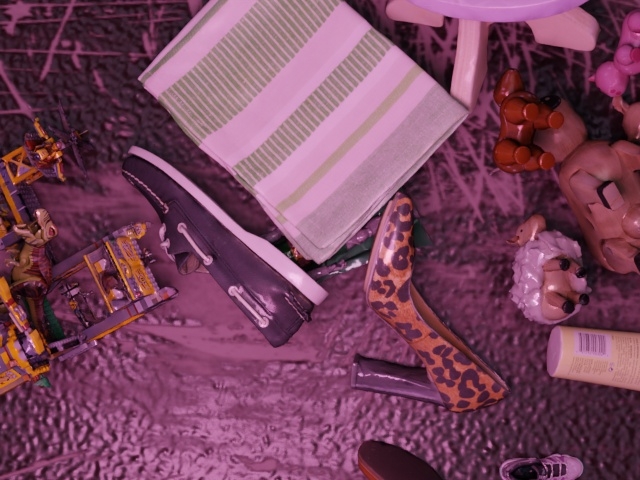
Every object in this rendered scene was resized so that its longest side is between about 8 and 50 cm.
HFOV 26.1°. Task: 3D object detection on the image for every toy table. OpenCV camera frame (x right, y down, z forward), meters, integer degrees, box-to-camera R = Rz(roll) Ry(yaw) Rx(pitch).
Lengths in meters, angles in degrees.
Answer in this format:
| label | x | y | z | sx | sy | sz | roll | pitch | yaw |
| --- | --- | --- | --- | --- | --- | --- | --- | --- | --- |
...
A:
| label | x | y | z | sx | sy | sz | roll | pitch | yaw |
| --- | --- | --- | --- | --- | --- | --- | --- | --- | --- |
| toy table | 0.191 | -0.287 | 1.568 | 0.274 | 0.161 | 0.252 | 24 | 70 | 23 |

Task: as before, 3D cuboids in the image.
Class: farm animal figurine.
| label | x | y | z | sx | sy | sz | roll | pitch | yaw |
| --- | --- | --- | --- | --- | --- | --- | --- | --- | --- |
| farm animal figurine | 0.329 | -0.102 | 1.578 | 0.330 | 0.172 | 0.327 | -19 | 105 | -17 |

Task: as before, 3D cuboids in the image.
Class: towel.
| label | x | y | z | sx | sy | sz | roll | pitch | yaw |
| --- | --- | --- | --- | --- | --- | --- | --- | --- | --- |
| towel | -0.029 | -0.164 | 1.597 | 0.325 | 0.038 | 0.248 | 45 | 95 | 16 |

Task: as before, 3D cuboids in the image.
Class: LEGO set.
| label | x | y | z | sx | sy | sz | roll | pitch | yaw |
| --- | --- | --- | --- | --- | --- | --- | --- | --- | --- |
| LEGO set | -0.301 | -0.005 | 1.521 | 0.192 | 0.255 | 0.331 | -28 | 77 | 20 |

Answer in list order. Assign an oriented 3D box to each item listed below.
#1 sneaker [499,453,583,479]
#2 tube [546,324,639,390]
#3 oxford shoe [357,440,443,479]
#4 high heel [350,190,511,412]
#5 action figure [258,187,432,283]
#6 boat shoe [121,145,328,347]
| label | x | y | z | sx | sy | sz | roll | pitch | yaw |
| --- | --- | --- | --- | --- | --- | --- | --- | --- | --- |
| sneaker | 0.259 | 0.269 | 1.595 | 0.098 | 0.069 | 0.038 | -7 | 85 | -1 |
| tube | 0.387 | 0.145 | 1.619 | 0.240 | 0.062 | 0.070 | 7 | 128 | -5 |
| oxford shoe | 0.120 | 0.315 | 1.594 | 0.212 | 0.076 | 0.076 | 39 | 125 | 13 |
| high heel | 0.141 | 0.072 | 1.569 | 0.186 | 0.093 | 0.261 | 9 | 116 | 5 |
| action figure | 0.000 | 0.000 | 1.624 | 0.232 | 0.063 | 0.137 | -29 | 89 | 0 |
| boat shoe | -0.130 | 0.003 | 1.568 | 0.302 | 0.114 | 0.091 | 37 | 86 | 26 |
